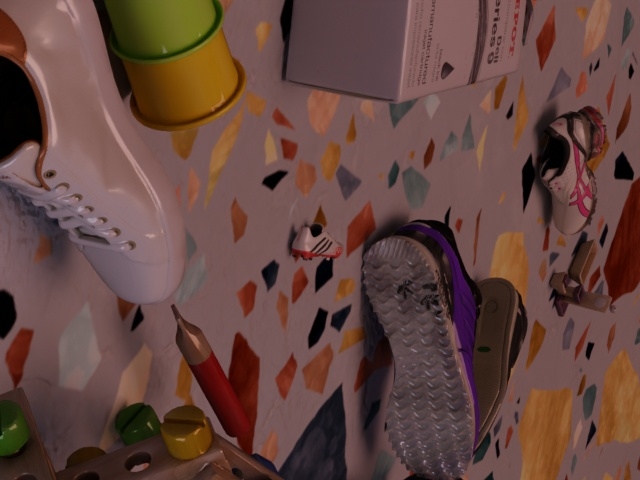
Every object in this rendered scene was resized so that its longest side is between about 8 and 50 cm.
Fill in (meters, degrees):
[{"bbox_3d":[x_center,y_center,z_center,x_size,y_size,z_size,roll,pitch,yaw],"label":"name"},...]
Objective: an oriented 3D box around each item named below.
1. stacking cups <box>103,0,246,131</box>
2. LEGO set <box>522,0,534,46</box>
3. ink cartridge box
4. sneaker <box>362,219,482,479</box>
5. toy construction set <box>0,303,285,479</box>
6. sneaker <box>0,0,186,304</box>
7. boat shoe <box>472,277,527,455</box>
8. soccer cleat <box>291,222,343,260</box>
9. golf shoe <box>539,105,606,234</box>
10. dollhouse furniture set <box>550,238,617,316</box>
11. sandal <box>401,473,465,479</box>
[{"bbox_3d":[-0.140,-0.223,1.285,0.096,0.096,0.316,-58,145,-34],"label":"stacking cups"},{"bbox_3d":[0.227,-0.352,1.880,0.182,0.060,0.244,97,-11,-50],"label":"LEGO set"},{"bbox_3d":[0.095,-0.255,1.692,0.289,0.122,0.211,-22,120,-60],"label":"ink cartridge box"},{"bbox_3d":[0.132,0.111,1.933,0.146,0.102,0.293,-42,128,-58],"label":"sneaker"},{"bbox_3d":[-0.143,0.164,1.342,0.309,0.258,0.237,-78,151,-51],"label":"toy construction set"},{"bbox_3d":[-0.189,-0.051,1.254,0.123,0.106,0.290,-50,133,-37],"label":"sneaker"},{"bbox_3d":[0.195,0.164,2.135,0.079,0.084,0.233,53,51,-57],"label":"boat shoe"},{"bbox_3d":[0.000,0.000,1.729,0.083,0.029,0.035,-3,108,-59],"label":"soccer cleat"},{"bbox_3d":[0.310,-0.084,2.291,0.086,0.067,0.186,-18,129,-24],"label":"golf shoe"},{"bbox_3d":[0.376,0.044,2.446,0.114,0.081,0.091,-64,151,-26],"label":"dollhouse furniture set"},{"bbox_3d":[0.038,0.358,1.834,0.446,0.168,0.107,-47,124,-46],"label":"sandal"}]
